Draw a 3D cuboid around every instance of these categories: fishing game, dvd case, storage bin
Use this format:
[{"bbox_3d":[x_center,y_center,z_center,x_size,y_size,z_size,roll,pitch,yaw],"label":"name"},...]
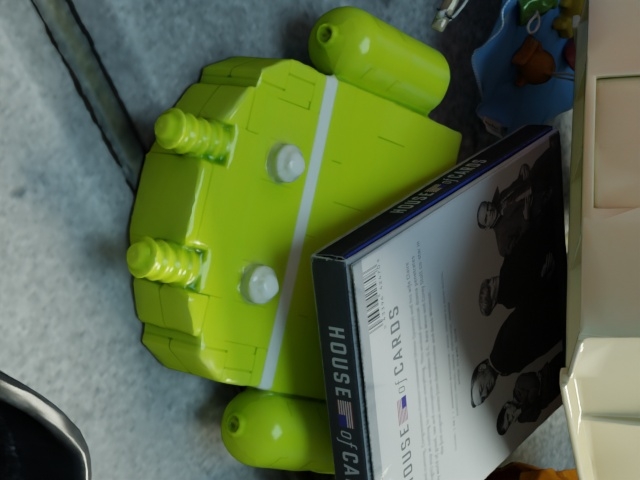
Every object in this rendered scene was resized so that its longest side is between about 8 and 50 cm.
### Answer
[{"bbox_3d":[0.159,-0.143,0.899,0.189,0.041,0.264,-61,149,3],"label":"fishing game"},{"bbox_3d":[0.078,0.052,0.817,0.239,0.030,0.179,-30,120,-50],"label":"dvd case"},{"bbox_3d":[0.213,0.021,0.850,0.260,0.123,0.262,70,24,-51],"label":"storage bin"}]

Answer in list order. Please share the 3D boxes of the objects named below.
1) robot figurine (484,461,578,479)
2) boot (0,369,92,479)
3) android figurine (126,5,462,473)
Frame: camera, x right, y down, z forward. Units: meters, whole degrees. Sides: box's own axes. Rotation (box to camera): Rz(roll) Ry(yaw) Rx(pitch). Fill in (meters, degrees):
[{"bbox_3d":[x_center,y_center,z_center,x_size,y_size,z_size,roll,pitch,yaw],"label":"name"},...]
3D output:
[{"bbox_3d":[0.105,0.222,0.875,0.291,0.085,0.211,2,55,-44],"label":"robot figurine"},{"bbox_3d":[-0.229,0.005,0.391,0.338,0.223,0.118,28,77,-48],"label":"boot"},{"bbox_3d":[0.000,0.000,0.782,0.273,0.056,0.248,19,83,-50],"label":"android figurine"}]
